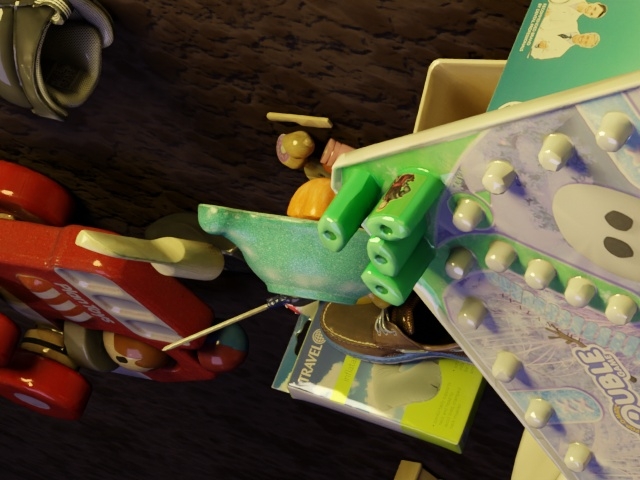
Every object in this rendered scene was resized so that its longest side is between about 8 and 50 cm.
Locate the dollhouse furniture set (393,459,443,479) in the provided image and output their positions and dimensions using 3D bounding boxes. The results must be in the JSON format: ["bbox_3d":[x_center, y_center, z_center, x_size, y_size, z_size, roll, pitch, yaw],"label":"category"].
[{"bbox_3d":[0.152,0.366,2.005,0.101,0.161,0.182,4,154,42],"label":"dollhouse furniture set"}]

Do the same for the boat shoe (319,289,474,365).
[{"bbox_3d":[0.078,0.063,1.444,0.183,0.066,0.066,2,159,23],"label":"boat shoe"}]

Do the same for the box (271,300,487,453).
[{"bbox_3d":[0.054,0.102,1.505,0.178,0.109,0.042,17,164,15],"label":"box"}]

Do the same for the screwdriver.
[{"bbox_3d":[-0.059,0.058,1.504,0.024,0.170,0.025,-103,-5,-69],"label":"screwdriver"}]

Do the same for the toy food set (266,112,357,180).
[{"bbox_3d":[0.008,-0.052,1.289,0.078,0.019,0.122,8,156,36],"label":"toy food set"}]

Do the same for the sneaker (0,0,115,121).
[{"bbox_3d":[-0.230,-0.124,1.236,0.153,0.101,0.268,25,158,2],"label":"sneaker"}]

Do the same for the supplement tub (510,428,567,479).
[{"bbox_3d":[0.318,0.163,1.181,0.331,0.241,0.241,23,160,-2],"label":"supplement tub"}]

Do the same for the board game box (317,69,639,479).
[{"bbox_3d":[0.232,0.082,0.873,0.390,0.050,0.390,-13,124,48],"label":"board game box"}]

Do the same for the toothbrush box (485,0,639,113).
[{"bbox_3d":[0.263,-0.029,0.914,0.295,0.126,0.216,8,154,33],"label":"toothbrush box"}]

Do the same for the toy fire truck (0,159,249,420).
[{"bbox_3d":[-0.203,0.062,1.592,0.254,0.169,0.302,10,158,33],"label":"toy fire truck"}]

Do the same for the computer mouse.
[{"bbox_3d":[-0.038,0.004,1.474,0.242,0.041,0.071,7,165,21],"label":"computer mouse"}]

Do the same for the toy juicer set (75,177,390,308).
[{"bbox_3d":[0.000,0.000,1.309,0.329,0.089,0.209,9,179,2],"label":"toy juicer set"}]

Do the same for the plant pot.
[{"bbox_3d":[0.125,-0.043,1.074,0.109,0.109,0.096,6,168,39],"label":"plant pot"}]

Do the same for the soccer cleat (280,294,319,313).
[{"bbox_3d":[0.005,0.057,1.569,0.083,0.029,0.035,25,152,-15],"label":"soccer cleat"}]
